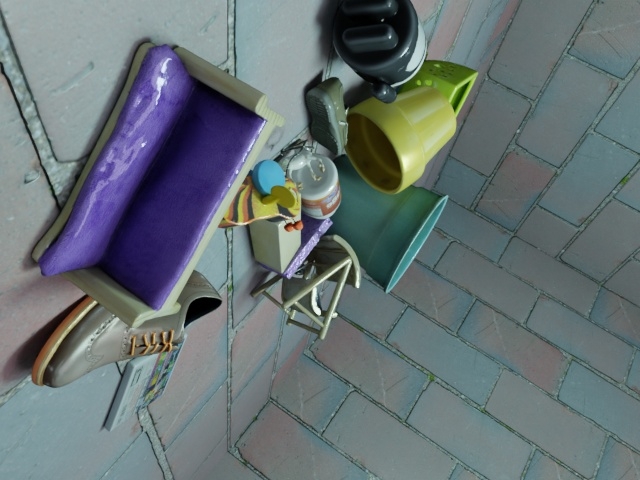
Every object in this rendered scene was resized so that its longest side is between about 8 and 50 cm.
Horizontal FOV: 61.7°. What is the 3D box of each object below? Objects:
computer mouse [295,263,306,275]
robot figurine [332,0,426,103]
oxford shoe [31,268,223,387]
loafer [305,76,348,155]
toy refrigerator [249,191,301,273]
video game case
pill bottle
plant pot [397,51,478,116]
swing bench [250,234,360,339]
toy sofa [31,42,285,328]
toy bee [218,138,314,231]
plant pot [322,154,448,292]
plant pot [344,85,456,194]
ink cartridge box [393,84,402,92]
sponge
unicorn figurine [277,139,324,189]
[{"bbox_3d":[0.000,0.000,1.811,0.272,0.072,0.188,-53,165,-16],"label":"computer mouse"},{"bbox_3d":[0.129,-0.417,1.107,0.209,0.174,0.278,-53,168,14],"label":"robot figurine"},{"bbox_3d":[-0.310,0.145,0.919,0.364,0.133,0.129,-39,158,-52],"label":"oxford shoe"},{"bbox_3d":[0.032,-0.283,1.239,0.087,0.094,0.251,-50,165,-12],"label":"loafer"},{"bbox_3d":[-0.112,-0.030,1.317,0.102,0.094,0.269,-58,169,-23],"label":"toy refrigerator"},{"bbox_3d":[-0.400,0.321,1.238,0.201,0.023,0.183,-64,165,22],"label":"video game case"},{"bbox_3d":[-0.008,-0.130,1.386,0.121,0.121,0.216,-55,166,-9],"label":"pill bottle"},{"bbox_3d":[0.315,-0.440,1.639,0.228,0.207,0.227,-42,160,-50],"label":"plant pot"},{"bbox_3d":[-0.028,0.119,1.543,0.254,0.165,0.253,-53,-159,-15],"label":"swing bench"},{"bbox_3d":[-0.215,-0.069,0.740,0.362,0.150,0.177,-59,168,7],"label":"toy sofa"},{"bbox_3d":[-0.095,-0.079,1.044,0.298,0.162,0.195,-27,-167,-23],"label":"toy bee"},{"bbox_3d":[0.152,-0.073,1.620,0.341,0.334,0.341,-52,166,-19],"label":"plant pot"},{"bbox_3d":[0.220,-0.288,1.432,0.239,0.254,0.254,-35,159,-18],"label":"plant pot"},{"bbox_3d":[0.182,-0.468,1.380,0.139,0.082,0.191,-59,169,11],"label":"ink cartridge box"},{"bbox_3d":[-0.070,0.006,1.492,0.210,0.117,0.031,-53,134,-20],"label":"sponge"},{"bbox_3d":[-0.046,-0.177,1.226,0.162,0.111,0.060,-25,158,-40],"label":"unicorn figurine"}]
